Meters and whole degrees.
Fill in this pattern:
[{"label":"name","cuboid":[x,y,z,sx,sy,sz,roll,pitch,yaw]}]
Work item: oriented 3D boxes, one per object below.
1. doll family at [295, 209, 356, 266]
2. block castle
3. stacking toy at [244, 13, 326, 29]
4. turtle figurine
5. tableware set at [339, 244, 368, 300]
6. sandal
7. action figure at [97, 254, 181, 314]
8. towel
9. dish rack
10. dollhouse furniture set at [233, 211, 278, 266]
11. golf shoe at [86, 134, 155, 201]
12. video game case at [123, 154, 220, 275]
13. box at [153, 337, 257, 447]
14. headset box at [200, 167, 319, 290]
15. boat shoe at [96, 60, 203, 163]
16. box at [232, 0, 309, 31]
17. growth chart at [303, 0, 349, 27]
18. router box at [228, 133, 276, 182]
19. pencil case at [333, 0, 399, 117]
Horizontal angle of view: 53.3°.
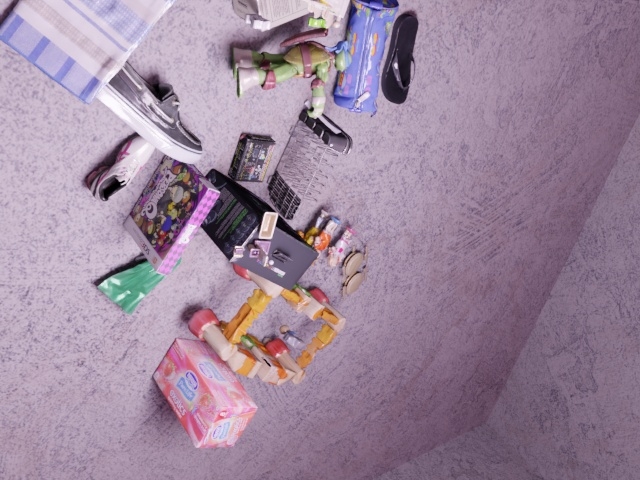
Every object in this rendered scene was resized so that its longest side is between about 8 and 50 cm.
[{"label":"doll family","cuboid":[0.000,0.000,1.950,0.163,0.118,0.263,-57,158,2]},{"label":"block castle","cuboid":[-0.157,0.235,1.915,0.303,0.212,0.453,-53,143,1]},{"label":"stacking toy","cuboid":[-0.047,-0.517,1.297,0.221,0.052,0.167,-12,130,-36]},{"label":"turtle figurine","cuboid":[-0.067,-0.361,1.486,0.266,0.198,0.275,-4,168,-13]},{"label":"tableware set","cuboid":[0.105,0.108,2.172,0.128,0.039,0.194,-39,148,-28]},{"label":"sandal","cuboid":[0.224,-0.489,1.761,0.097,0.054,0.255,-22,135,-27]},{"label":"action figure","cuboid":[-0.440,0.077,1.637,0.232,0.063,0.137,-38,138,-4]},{"label":"towel","cuboid":[-0.431,-0.423,1.189,0.209,0.034,0.285,39,92,-26]},{"label":"dish rack","cuboid":[-0.042,-0.190,1.666,0.074,0.208,0.272,14,114,-34]},{"label":"dollhouse furniture set","cuboid":[-0.133,-0.002,1.419,0.090,0.081,0.115,4,115,-30]},{"label":"golf shoe","cuboid":[-0.434,-0.159,1.428,0.186,0.086,0.067,-45,139,-4]},{"label":"video game case","cuboid":[-0.350,-0.071,1.478,0.041,0.210,0.232,22,107,-49]},{"label":"box","cuboid":[-0.336,0.436,1.844,0.142,0.300,0.154,19,109,-48]},{"label":"headset box","cuboid":[-0.171,-0.020,1.623,0.131,0.283,0.246,-51,140,5]},{"label":"boat shoe","cuboid":[-0.354,-0.283,1.365,0.119,0.121,0.335,-46,139,6]},{"label":"box","cuboid":[-0.072,-0.573,1.369,0.232,0.127,0.149,-29,137,-21]},{"label":"growth chart","cuboid":[0.010,-0.538,1.280,0.237,0.021,0.172,14,103,-61]},{"label":"router box","cuboid":[-0.177,-0.212,1.649,0.092,0.038,0.123,0,122,-41]},{"label":"pencil case","cuboid":[0.112,-0.469,1.621,0.119,0.133,0.306,6,123,-6]}]
